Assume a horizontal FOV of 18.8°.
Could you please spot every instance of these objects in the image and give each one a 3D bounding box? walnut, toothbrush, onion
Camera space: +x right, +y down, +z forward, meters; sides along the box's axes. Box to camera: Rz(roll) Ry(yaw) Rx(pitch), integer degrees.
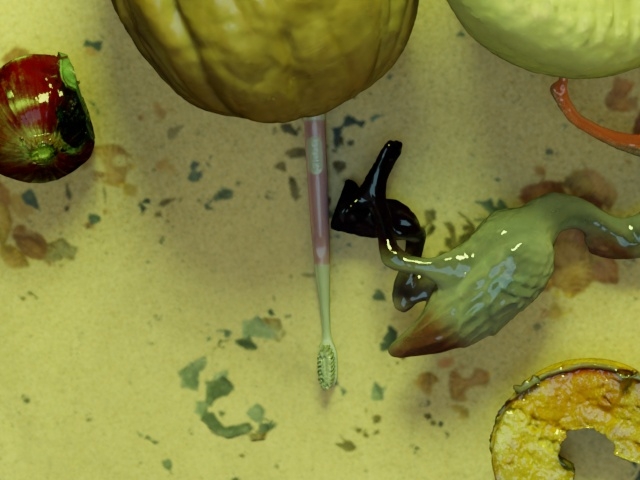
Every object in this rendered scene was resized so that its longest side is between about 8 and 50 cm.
[{"bbox_3d":[-0.059,-0.252,1.583,0.252,0.277,0.313,-21,112,-2],"label":"walnut"},{"bbox_3d":[0.000,0.000,1.768,0.020,0.025,0.286,-1,103,9],"label":"toothbrush"},{"bbox_3d":[-0.257,-0.107,1.724,0.118,0.118,0.117,-15,117,9],"label":"onion"}]

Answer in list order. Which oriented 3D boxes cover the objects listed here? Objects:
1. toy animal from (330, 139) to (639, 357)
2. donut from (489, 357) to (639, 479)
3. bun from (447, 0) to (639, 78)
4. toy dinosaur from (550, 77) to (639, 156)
[{"bbox_3d":[0.168,0.010,1.720,0.324,0.090,0.195,2,95,3],"label":"toy animal"},{"bbox_3d":[0.240,0.172,1.764,0.181,0.078,0.146,-26,99,17],"label":"donut"},{"bbox_3d":[0.205,-0.318,1.576,0.361,0.213,0.361,-5,103,-23],"label":"bun"},{"bbox_3d":[0.335,-0.093,1.688,0.279,0.055,0.101,29,91,-5],"label":"toy dinosaur"}]
